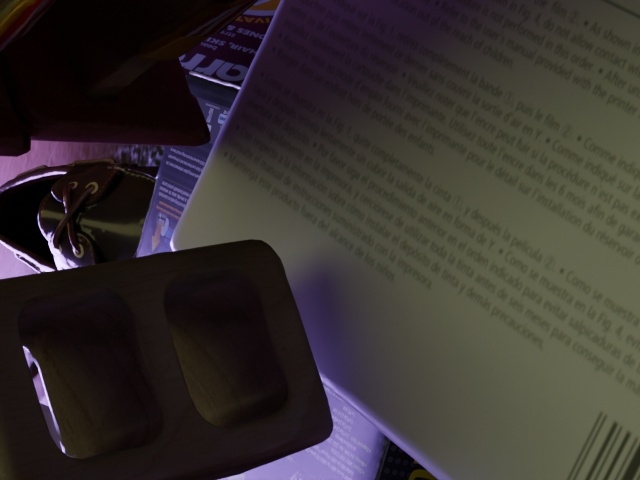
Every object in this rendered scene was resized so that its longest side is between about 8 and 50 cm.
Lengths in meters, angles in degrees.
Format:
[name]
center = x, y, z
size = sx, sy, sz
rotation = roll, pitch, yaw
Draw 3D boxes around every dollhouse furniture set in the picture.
[dollhouse furniture set]
center = 0.000, 0.000, 0.471
size = 0.201, 0.152, 0.374
rotation = -30, 76, 38

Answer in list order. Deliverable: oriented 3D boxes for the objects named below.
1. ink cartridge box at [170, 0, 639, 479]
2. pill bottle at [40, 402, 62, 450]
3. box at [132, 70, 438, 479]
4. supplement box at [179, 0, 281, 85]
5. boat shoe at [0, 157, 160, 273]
[ink cartridge box]
center = 0.092, -0.040, 0.503
size = 0.275, 0.060, 0.239
rotation = 37, 105, 46
[pill bottle]
center = -0.181, 0.181, 0.938
size = 0.208, 0.118, 0.117
rotation = -62, 30, 27
[box]
center = -0.011, 0.058, 0.730
size = 0.270, 0.060, 0.216
rotation = 24, 99, 64
[supplement box]
center = -0.040, -0.134, 0.831
size = 0.188, 0.104, 0.080
rotation = -37, 46, 53
[boat shoe]
center = -0.107, -0.003, 0.937
size = 0.207, 0.073, 0.073
rotation = -1, 75, 62
